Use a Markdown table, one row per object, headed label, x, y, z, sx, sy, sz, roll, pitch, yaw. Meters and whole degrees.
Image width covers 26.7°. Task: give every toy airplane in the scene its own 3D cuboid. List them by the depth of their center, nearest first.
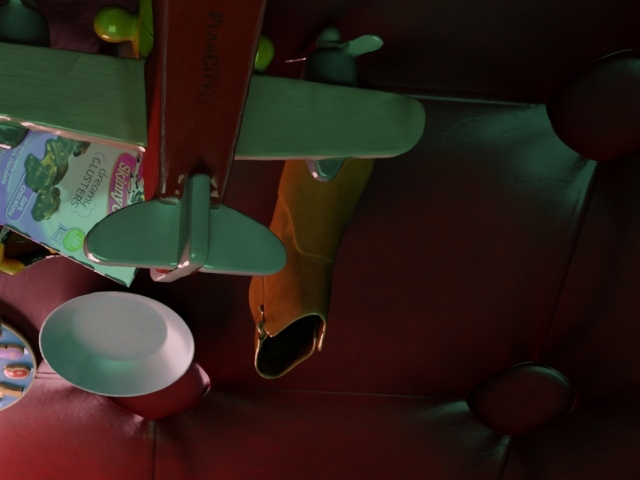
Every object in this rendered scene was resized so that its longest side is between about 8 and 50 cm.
| label | x | y | z | sx | sy | sz | roll | pitch | yaw |
| --- | --- | --- | --- | --- | --- | --- | --- | --- | --- |
| toy airplane | -0.132 | -0.145 | 1.307 | 0.384 | 0.272 | 0.386 | -41 | 113 | -8 |

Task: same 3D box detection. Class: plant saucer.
| label | x | y | z | sx | sy | sz | roll | pitch | yaw |
| --- | --- | --- | --- | --- | --- | --- | --- | --- | --- |
| plant saucer | -0.255 | 0.121 | 1.705 | 0.195 | 0.037 | 0.195 | -1 | 133 | -1 |

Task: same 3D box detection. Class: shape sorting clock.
| label | x | y | z | sx | sy | sz | roll | pitch | yaw |
| --- | --- | --- | --- | --- | --- | --- | --- | --- | --- |
| shape sorting clock | -0.470 | 0.162 | 1.734 | 0.206 | 0.040 | 0.206 | -1 | 133 | -1 |

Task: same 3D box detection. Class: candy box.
| label | x | y | z | sx | sy | sz | roll | pitch | yaw |
| --- | --- | --- | --- | --- | --- | --- | --- | --- | --- |
| candy box | -0.251 | -0.069 | 1.438 | 0.196 | 0.070 | 0.165 | 27 | 100 | -9 |

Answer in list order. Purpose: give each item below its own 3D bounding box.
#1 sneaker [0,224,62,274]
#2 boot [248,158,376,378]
| label | x | y | z | sx | sy | sz | roll | pitch | yaw |
| --- | --- | --- | --- | --- | --- | --- | --- | --- | --- |
| sneaker | -0.281 | -0.029 | 1.527 | 0.225 | 0.092 | 0.088 | -30 | 125 | 22 |
| boot | -0.001 | 0.000 | 1.484 | 0.104 | 0.211 | 0.295 | 15 | 130 | -16 |
